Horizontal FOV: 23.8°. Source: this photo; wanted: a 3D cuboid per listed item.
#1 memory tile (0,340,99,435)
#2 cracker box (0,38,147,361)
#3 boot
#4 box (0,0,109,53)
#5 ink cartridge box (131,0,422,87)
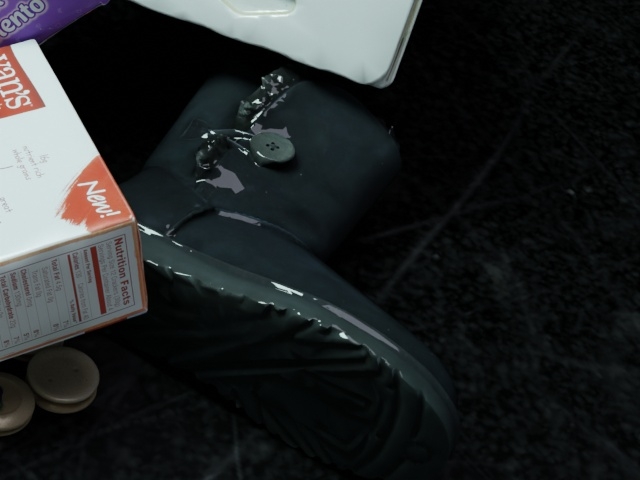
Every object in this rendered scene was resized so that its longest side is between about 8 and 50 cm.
[{"bbox_3d":[-0.194,0.058,0.757,0.148,0.012,0.113,-14,52,-34],"label":"memory tile"},{"bbox_3d":[-0.217,-0.001,0.715,0.232,0.067,0.155,-18,46,-18],"label":"cracker box"},{"bbox_3d":[0.000,0.000,0.834,0.246,0.094,0.207,26,45,15],"label":"boot"},{"bbox_3d":[-0.232,-0.190,0.880,0.057,0.201,0.293,44,21,-44],"label":"box"},{"bbox_3d":[-0.021,-0.205,0.968,0.197,0.114,0.273,19,20,-1],"label":"ink cartridge box"}]
